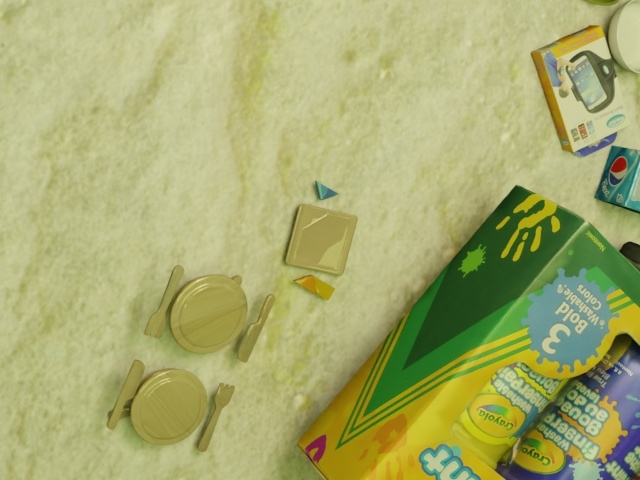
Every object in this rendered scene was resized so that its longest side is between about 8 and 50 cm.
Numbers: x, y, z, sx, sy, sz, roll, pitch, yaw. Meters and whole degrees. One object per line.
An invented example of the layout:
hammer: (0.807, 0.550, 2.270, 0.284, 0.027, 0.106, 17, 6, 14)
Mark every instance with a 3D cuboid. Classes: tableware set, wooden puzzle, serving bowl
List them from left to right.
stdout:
tableware set: (-0.143, 0.121, 1.670, 0.128, 0.039, 0.194, 20, 99, -33)
wooden puzzle: (0.000, 0.000, 1.711, 0.078, 0.014, 0.116, 20, 93, -26)
serving bowl: (0.347, -0.226, 1.778, 0.083, 0.027, 0.083, 0, 90, -39)

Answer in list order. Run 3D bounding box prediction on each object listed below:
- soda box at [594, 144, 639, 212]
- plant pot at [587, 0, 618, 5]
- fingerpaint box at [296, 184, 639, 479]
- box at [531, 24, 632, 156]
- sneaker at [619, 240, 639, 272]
soda box: (0.424, -0.045, 1.820, 0.210, 0.071, 0.067, 18, 93, -21)
plant pot: (0.308, -0.312, 1.735, 0.083, 0.083, 0.079, 40, 73, -21)
fingerpaint box: (0.265, 0.228, 1.711, 0.445, 0.163, 0.371, 42, 88, -25)
box: (0.294, -0.162, 1.777, 0.081, 0.028, 0.136, -26, 105, -14)
sneaker: (0.410, 0.094, 1.837, 0.223, 0.083, 0.098, 37, 91, -22)
